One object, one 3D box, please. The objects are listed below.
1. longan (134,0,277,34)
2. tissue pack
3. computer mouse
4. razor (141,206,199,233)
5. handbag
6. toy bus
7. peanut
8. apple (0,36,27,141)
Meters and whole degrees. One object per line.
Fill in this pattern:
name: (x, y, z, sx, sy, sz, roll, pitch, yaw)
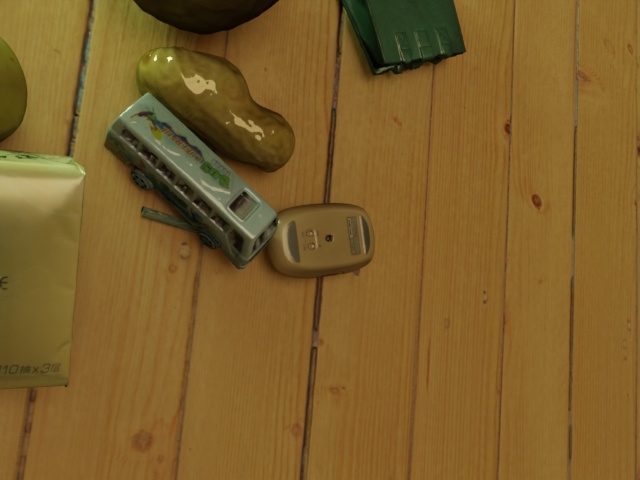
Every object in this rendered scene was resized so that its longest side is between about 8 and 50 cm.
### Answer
longan: (-0.191, -0.549, 1.084, 0.391, 0.391, 0.391, 4, 82, -29)
tissue pack: (-0.540, 0.034, 0.858, 0.405, 0.205, 0.331, 3, 101, -29)
computer mouse: (0.000, 0.000, 1.268, 0.237, 0.082, 0.145, -8, 87, -31)
razor: (-0.224, -0.023, 1.181, 0.211, 0.036, 0.084, 16, 63, -20)
handbag: (0.174, -0.510, 1.423, 0.269, 0.100, 0.274, -23, 96, -33)
toy bus: (-0.214, -0.100, 1.112, 0.330, 0.136, 0.109, 43, 61, -6)
peanut: (-0.179, -0.244, 1.168, 0.319, 0.147, 0.147, 32, 70, -19)
apple: (-0.530, -0.224, 0.949, 0.200, 0.200, 0.200, 4, 82, -29)
